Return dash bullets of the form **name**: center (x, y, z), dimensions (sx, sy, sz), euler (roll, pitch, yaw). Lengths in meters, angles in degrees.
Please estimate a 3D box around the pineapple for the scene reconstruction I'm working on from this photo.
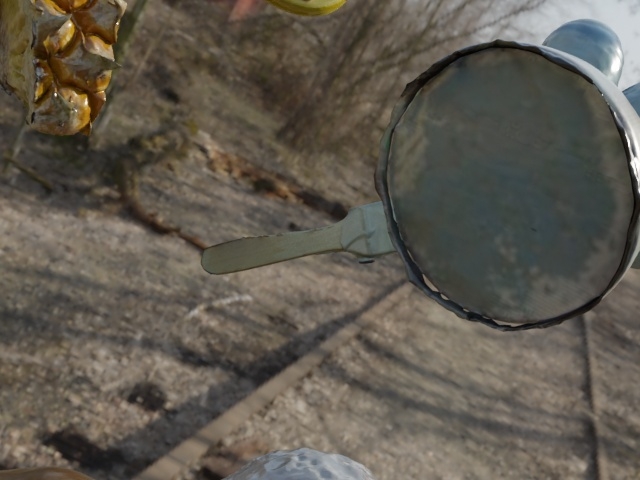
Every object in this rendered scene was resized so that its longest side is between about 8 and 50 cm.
- **pineapple**: center (-0.200, -0.185, 0.725), dimensions (0.080, 0.135, 0.233), euler (-4, 36, -32)

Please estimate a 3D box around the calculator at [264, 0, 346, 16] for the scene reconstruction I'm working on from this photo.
- **calculator**: center (-0.063, -0.331, 1.063), dimensions (0.235, 0.146, 0.032), euler (43, -31, 2)

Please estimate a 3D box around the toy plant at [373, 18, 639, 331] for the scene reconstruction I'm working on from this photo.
- **toy plant**: center (0.234, -0.073, 0.889), dimensions (0.247, 0.247, 0.332), euler (35, 32, 27)

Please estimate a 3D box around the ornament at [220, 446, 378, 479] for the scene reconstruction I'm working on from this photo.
- **ornament**: center (-0.020, 0.470, 1.446), dimensions (0.337, 0.337, 0.337), euler (28, 12, -6)

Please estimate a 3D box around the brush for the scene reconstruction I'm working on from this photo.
- **brush**: center (0.000, 0.000, 1.362), dimensions (0.337, 0.085, 0.020), euler (-9, -10, 5)

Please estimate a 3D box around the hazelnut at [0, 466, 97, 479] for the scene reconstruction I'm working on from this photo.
- **hazelnut**: center (-0.399, 0.487, 1.393), dimensions (0.359, 0.359, 0.409), euler (24, -2, -24)
